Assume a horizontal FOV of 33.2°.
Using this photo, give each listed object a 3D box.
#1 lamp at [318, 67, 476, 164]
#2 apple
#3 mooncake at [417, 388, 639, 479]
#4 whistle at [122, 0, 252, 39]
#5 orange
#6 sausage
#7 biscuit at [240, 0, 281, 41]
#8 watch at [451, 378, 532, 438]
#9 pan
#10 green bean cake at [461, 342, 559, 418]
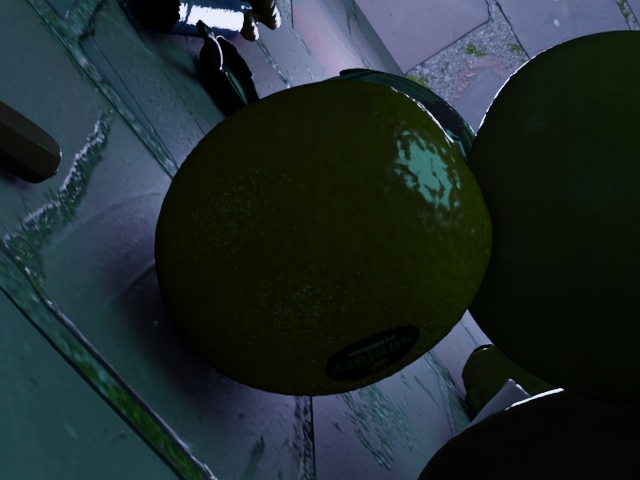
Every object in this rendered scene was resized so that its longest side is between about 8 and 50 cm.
[{"bbox_3d":[0.048,-0.031,0.994,0.265,0.233,0.233,55,12,16],"label":"lamp"},{"bbox_3d":[0.247,-0.016,0.843,0.292,0.254,0.291,-19,113,-53],"label":"apple"},{"bbox_3d":[0.216,0.235,0.870,0.155,0.285,0.284,64,12,-11],"label":"mooncake"},{"bbox_3d":[-0.135,-0.251,1.179,0.062,0.062,0.304,58,13,-3],"label":"whistle"},{"bbox_3d":[0.000,0.000,0.746,0.236,0.236,0.236,54,14,-20],"label":"orange"},{"bbox_3d":[-0.199,-0.071,0.606,0.147,0.030,0.035,37,26,-57],"label":"sausage"},{"bbox_3d":[-0.114,-0.370,1.408,0.220,0.066,0.220,-23,90,-90],"label":"biscuit"},{"bbox_3d":[0.261,0.294,1.238,0.231,0.196,0.244,42,0,39],"label":"watch"},{"bbox_3d":[-0.106,-0.182,1.151,0.114,0.040,0.212,65,6,15],"label":"pan"},{"bbox_3d":[0.377,0.237,1.462,0.309,0.285,0.202,64,10,19],"label":"green bean cake"}]
